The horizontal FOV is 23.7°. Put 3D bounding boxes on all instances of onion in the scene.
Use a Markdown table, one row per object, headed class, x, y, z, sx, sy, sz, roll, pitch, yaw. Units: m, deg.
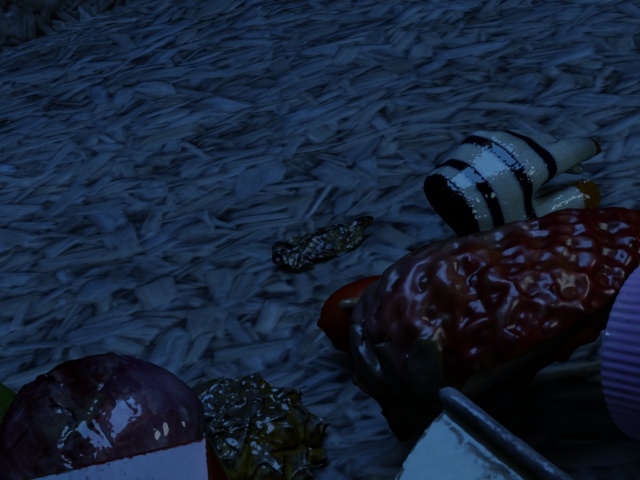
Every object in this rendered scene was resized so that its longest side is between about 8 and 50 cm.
| class | x | y | z | sx | sy | sz | roll | pitch | yaw |
| --- | --- | --- | --- | --- | --- | --- | --- | --- | --- |
| onion | -0.244 | 0.191 | 1.452 | 0.227 | 0.120 | 0.283 | -50 | 29 | -13 |

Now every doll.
| class | x | y | z | sx | sy | sz | roll | pitch | yaw |
| --- | --- | --- | --- | --- | --- | --- | --- | --- | --- |
| doll | 0.083 | 0.072 | 1.591 | 0.217 | 0.085 | 0.183 | -18 | -21 | 26 |

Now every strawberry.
| class | x | y | z | sx | sy | sz | roll | pitch | yaw |
| --- | --- | --- | --- | --- | --- | --- | --- | --- | --- |
| strawberry | 0.177 | 0.048 | 1.414 | 0.336 | 0.149 | 0.265 | -25 | -17 | -19 |

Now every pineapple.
| class | x | y | z | sx | sy | sz | roll | pitch | yaw |
| --- | --- | --- | --- | --- | --- | --- | --- | --- | --- |
| pineapple | -0.096 | 0.193 | 1.496 | 0.224 | 0.076 | 0.225 | -11 | 25 | 6 |

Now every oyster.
| class | x | y | z | sx | sy | sz | roll | pitch | yaw |
| --- | --- | --- | --- | --- | --- | --- | --- | --- | --- |
| oyster | 0.000 | -0.001 | 1.923 | 0.132 | 0.029 | 0.086 | -31 | 28 | -29 |

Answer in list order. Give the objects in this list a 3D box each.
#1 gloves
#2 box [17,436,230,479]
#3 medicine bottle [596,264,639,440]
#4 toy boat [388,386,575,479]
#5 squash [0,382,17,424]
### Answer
| class | x | y | z | sx | sy | sz | roll | pitch | yaw |
| --- | --- | --- | --- | --- | --- | --- | --- | --- | --- |
| gloves | 0.244 | -0.084 | 1.846 | 0.218 | 0.131 | 0.140 | -33 | 30 | -16 |
| box | -0.223 | 0.294 | 1.241 | 0.313 | 0.089 | 0.197 | -13 | 52 | 4 |
| medicine bottle | 0.396 | 0.110 | 1.253 | 0.290 | 0.178 | 0.178 | 9 | 33 | 44 |
| toy boat | 0.152 | 0.257 | 1.134 | 0.293 | 0.111 | 0.276 | 10 | 47 | 39 |
| squash | -0.365 | 0.188 | 1.674 | 0.069 | 0.069 | 0.239 | -29 | 28 | -30 |
